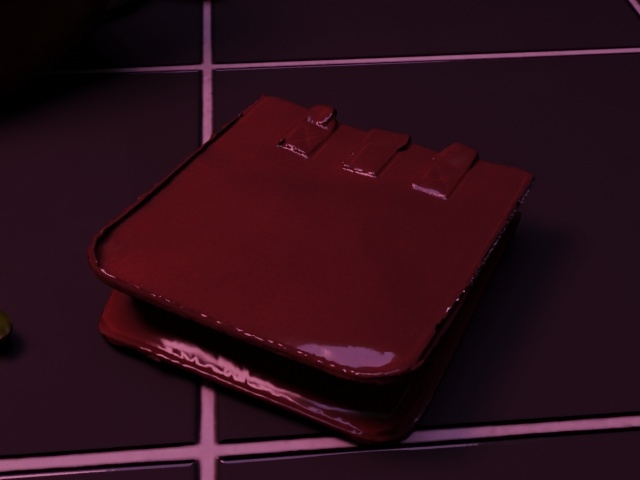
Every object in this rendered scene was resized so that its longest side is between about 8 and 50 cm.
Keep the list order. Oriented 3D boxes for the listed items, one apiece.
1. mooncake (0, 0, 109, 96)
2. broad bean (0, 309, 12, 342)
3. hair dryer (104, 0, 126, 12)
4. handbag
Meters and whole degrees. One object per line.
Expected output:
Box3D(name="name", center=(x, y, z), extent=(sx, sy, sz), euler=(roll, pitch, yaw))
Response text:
Box3D(name="mooncake", center=(-0.365, -0.308, 0.832), extent=(0.393, 0.394, 0.246), euler=(1, 35, -41))
Box3D(name="broad bean", center=(-0.315, 0.028, 0.705), extent=(0.227, 0.039, 0.069), euler=(30, 42, 32))
Box3D(name="hair dryer", center=(-0.246, -0.341, 1.104), extent=(0.225, 0.088, 0.219), euler=(-28, 65, -23))
Box3D(name="handbag", center=(0.000, 0.001, 0.706), extent=(0.260, 0.084, 0.275), euler=(17, 42, 19))
